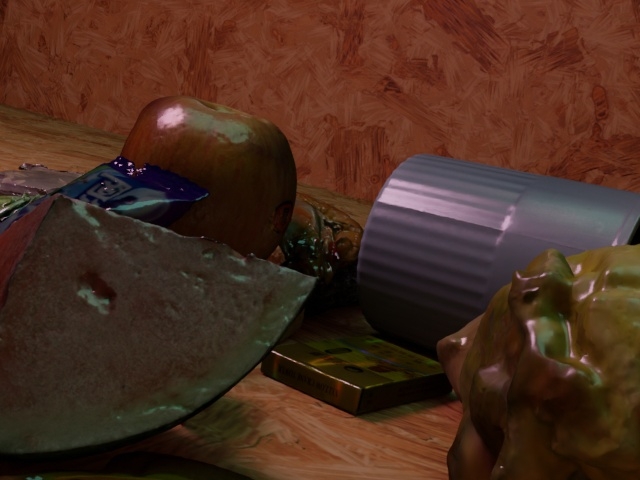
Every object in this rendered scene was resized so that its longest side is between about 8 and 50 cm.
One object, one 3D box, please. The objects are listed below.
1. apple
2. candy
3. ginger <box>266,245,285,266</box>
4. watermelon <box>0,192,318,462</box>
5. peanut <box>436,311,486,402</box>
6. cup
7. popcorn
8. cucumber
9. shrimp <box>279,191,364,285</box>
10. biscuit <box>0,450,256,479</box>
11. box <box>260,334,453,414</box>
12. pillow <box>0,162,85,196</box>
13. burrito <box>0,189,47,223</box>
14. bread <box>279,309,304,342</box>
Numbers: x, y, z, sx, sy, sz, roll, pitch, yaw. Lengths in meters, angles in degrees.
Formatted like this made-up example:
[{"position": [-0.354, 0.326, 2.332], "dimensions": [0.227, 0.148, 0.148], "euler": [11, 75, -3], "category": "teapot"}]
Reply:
[{"position": [-0.130, -0.062, 1.112], "dimensions": [0.211, 0.187, 0.211], "euler": [13, 11, -3], "category": "apple"}, {"position": [-0.243, 0.004, 0.929], "dimensions": [0.145, 0.070, 0.275], "euler": [25, 52, 35], "category": "candy"}, {"position": [-0.050, 0.023, 1.496], "dimensions": [0.095, 0.068, 0.190], "euler": [19, 8, 9], "category": "ginger"}, {"position": [-0.176, 0.062, 0.690], "dimensions": [0.256, 0.175, 0.260], "euler": [-15, -6, -35], "category": "watermelon"}, {"position": [0.268, 0.136, 0.924], "dimensions": [0.340, 0.158, 0.174], "euler": [12, 28, 19], "category": "peanut"}, {"position": [0.249, 0.036, 1.228], "dimensions": [0.311, 0.256, 0.331], "euler": [16, 10, 29], "category": "cup"}, {"position": [0.223, 0.121, 0.681], "dimensions": [0.237, 0.292, 0.293], "euler": [17, 7, -16], "category": "popcorn"}, {"position": [0.030, 0.048, 1.358], "dimensions": [0.096, 0.096, 0.359], "euler": [17, 8, 24], "category": "cucumber"}, {"position": [0.000, -0.001, 1.232], "dimensions": [0.154, 0.062, 0.294], "euler": [21, 20, -7], "category": "shrimp"}, {"position": [-0.101, 0.169, 0.517], "dimensions": [0.209, 0.041, 0.290], "euler": [13, 8, 6], "category": "biscuit"}, {"position": [0.044, 0.135, 1.016], "dimensions": [0.121, 0.030, 0.193], "euler": [18, 9, 34], "category": "box"}, {"position": [-0.469, -0.086, 1.624], "dimensions": [0.169, 0.059, 0.255], "euler": [14, 10, 6], "category": "pillow"}, {"position": [-0.422, -0.042, 1.347], "dimensions": [0.104, 0.054, 0.288], "euler": [-4, -3, 39], "category": "burrito"}, {"position": [-0.116, 0.066, 1.123], "dimensions": [0.178, 0.060, 0.139], "euler": [15, 8, 13], "category": "bread"}]
